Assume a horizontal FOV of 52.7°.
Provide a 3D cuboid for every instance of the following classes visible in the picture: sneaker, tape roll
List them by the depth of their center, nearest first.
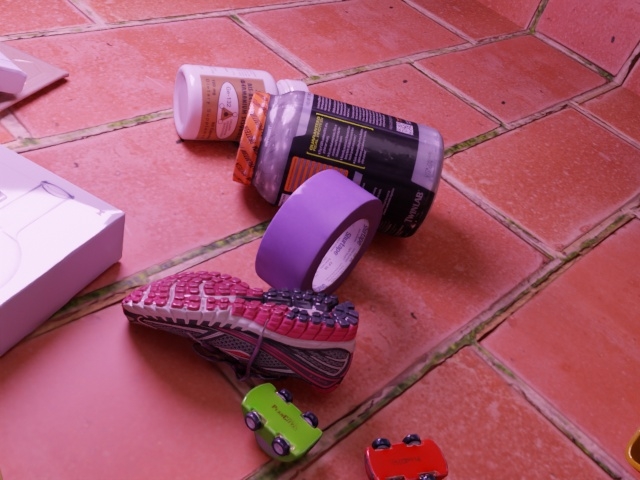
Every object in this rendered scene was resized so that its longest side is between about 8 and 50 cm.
[{"bbox_3d":[-0.107,0.115,0.806,0.300,0.111,0.121,11,19,10],"label":"sneaker"},{"bbox_3d":[0.000,0.000,0.911,0.080,0.188,0.189,37,43,19],"label":"tape roll"}]

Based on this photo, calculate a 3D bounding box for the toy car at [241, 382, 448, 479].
[{"bbox_3d":[-0.002,0.252,0.729,0.225,0.053,0.239,38,42,22],"label":"toy car"}]

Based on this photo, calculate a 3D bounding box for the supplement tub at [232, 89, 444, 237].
[{"bbox_3d":[0.026,-0.131,1.067,0.316,0.193,0.193,15,40,-7],"label":"supplement tub"}]

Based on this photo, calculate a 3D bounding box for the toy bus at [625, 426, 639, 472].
[{"bbox_3d":[0.482,0.301,0.827,0.191,0.202,0.104,-7,16,-19],"label":"toy bus"}]

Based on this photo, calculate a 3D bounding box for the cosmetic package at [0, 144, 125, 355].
[{"bbox_3d":[-0.488,-0.020,0.808,0.378,0.097,0.284,27,38,9],"label":"cosmetic package"}]

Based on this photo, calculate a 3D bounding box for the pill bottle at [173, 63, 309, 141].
[{"bbox_3d":[-0.142,-0.246,1.178,0.230,0.131,0.131,-2,44,-25],"label":"pill bottle"}]

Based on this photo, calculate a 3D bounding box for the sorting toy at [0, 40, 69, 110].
[{"bbox_3d":[-0.582,-0.292,1.129,0.193,0.038,0.208,25,35,6],"label":"sorting toy"}]

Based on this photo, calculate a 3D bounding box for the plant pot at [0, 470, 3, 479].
[{"bbox_3d":[-0.323,0.251,0.582,0.082,0.081,0.083,-19,65,-37],"label":"plant pot"}]

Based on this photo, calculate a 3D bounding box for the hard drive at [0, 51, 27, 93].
[{"bbox_3d":[-0.674,-0.354,1.037,0.353,0.047,0.233,37,20,23],"label":"hard drive"}]
